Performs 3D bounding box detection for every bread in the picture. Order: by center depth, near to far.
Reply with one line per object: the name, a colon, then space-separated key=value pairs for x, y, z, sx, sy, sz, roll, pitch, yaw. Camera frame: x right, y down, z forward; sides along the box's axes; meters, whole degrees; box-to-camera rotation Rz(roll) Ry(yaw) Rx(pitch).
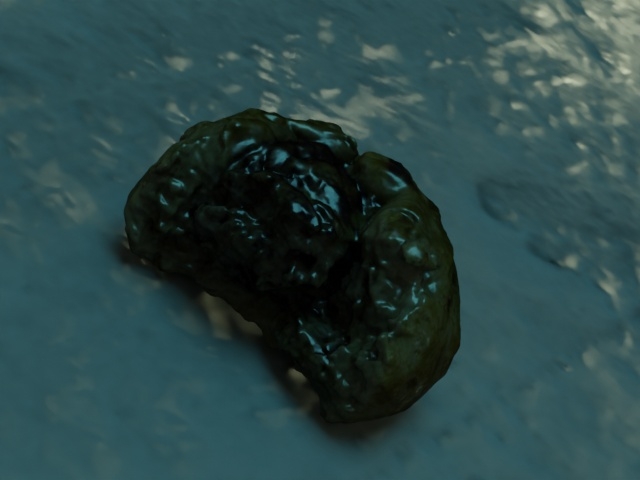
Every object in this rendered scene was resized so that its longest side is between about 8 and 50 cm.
bread: x=0.000 y=0.000 z=0.532 sx=0.113 sy=0.060 sz=0.082 roll=36 pitch=33 yaw=13
